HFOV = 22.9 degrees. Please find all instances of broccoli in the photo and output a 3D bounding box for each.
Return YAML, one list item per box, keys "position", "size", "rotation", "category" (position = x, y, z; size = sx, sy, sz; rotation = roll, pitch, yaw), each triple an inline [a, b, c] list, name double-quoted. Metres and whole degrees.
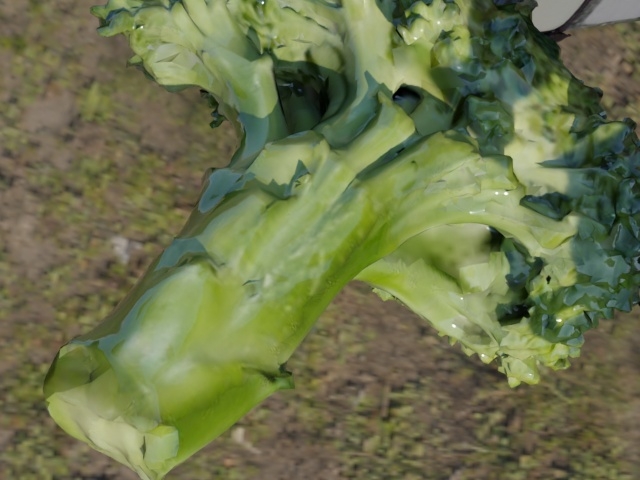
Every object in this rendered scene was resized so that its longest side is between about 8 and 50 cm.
- position: [0.036, -0.002, 0.955]
  size: [0.353, 0.275, 0.397]
  rotation: [-3, 38, 5]
  category: "broccoli"

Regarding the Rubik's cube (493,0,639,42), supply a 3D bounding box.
- position: [0.267, -0.428, 1.442]
  size: [0.359, 0.362, 0.363]
  rotation: [65, 146, 23]
  category: "Rubik's cube"
